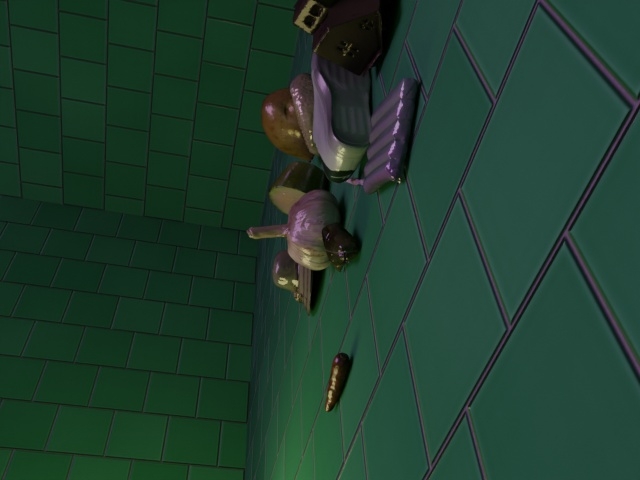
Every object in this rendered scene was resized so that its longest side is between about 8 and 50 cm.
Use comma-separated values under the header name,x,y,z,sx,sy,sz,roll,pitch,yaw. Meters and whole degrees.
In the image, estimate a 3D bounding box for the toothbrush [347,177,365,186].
name,x,y,z,sx,sy,sz,roll,pitch,yaw
toothbrush,0.076,-0.130,1.457,0.204,0.022,0.017,-144,54,-79

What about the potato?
name,x,y,z,sx,sy,sz,roll,pitch,yaw
potato,-0.078,-0.370,2.026,0.285,0.242,0.243,-132,51,-81

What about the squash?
name,x,y,z,sx,sy,sz,roll,pitch,yaw
squash,-0.057,-0.147,1.879,0.170,0.170,0.123,125,164,-70

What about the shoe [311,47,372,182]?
name,x,y,z,sx,sy,sz,roll,pitch,yaw
shoe,0.038,-0.294,1.513,0.160,0.131,0.363,112,156,-51

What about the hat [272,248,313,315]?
name,x,y,z,sx,sy,sz,roll,pitch,yaw
hat,-0.079,0.083,1.811,0.252,0.110,0.252,-178,90,-87

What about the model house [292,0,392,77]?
name,x,y,z,sx,sy,sz,roll,pitch,yaw
model house,0.074,-0.520,1.369,0.243,0.204,0.211,-43,37,48

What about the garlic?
name,x,y,z,sx,sy,sz,roll,pitch,yaw
garlic,-0.067,-0.032,1.616,0.199,0.225,0.199,-177,90,-83

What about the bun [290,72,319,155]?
name,x,y,z,sx,sy,sz,roll,pitch,yaw
bun,0.002,-0.339,1.736,0.220,0.134,0.220,-16,-90,-86

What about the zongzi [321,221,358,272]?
name,x,y,z,sx,sy,sz,roll,pitch,yaw
zongzi,0.057,0.045,1.396,0.154,0.062,0.130,-131,27,-57

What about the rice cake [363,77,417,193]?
name,x,y,z,sx,sy,sz,roll,pitch,yaw
rice cake,0.121,-0.180,1.183,0.198,0.037,0.189,-168,87,-80

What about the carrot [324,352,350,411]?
name,x,y,z,sx,sy,sz,roll,pitch,yaw
carrot,0.031,0.290,1.319,0.036,0.035,0.165,-96,15,-57
